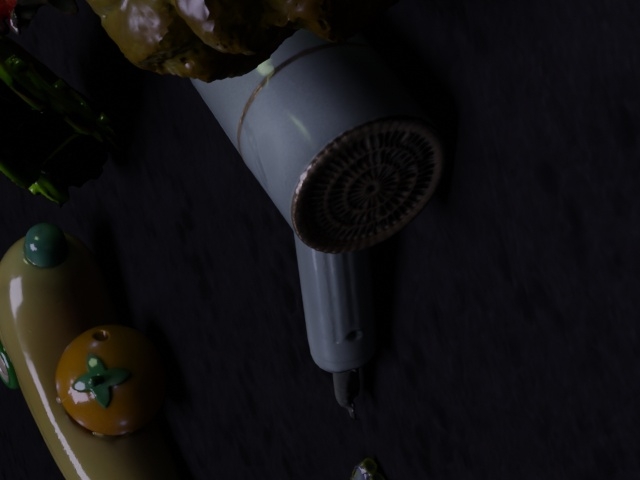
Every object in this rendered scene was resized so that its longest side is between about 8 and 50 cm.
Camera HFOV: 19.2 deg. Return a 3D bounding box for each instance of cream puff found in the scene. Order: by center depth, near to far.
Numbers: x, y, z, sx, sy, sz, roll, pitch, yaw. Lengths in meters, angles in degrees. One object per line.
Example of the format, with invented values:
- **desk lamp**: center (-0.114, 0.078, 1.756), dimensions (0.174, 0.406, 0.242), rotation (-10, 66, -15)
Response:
- **cream puff**: center (-0.041, -0.204, 1.014), dimensions (0.244, 0.244, 0.196), rotation (66, -171, 13)

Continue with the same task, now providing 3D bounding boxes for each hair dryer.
- **hair dryer**: center (0.000, 0.000, 1.252), dimensions (0.357, 0.108, 0.173), rotation (85, 158, -47)

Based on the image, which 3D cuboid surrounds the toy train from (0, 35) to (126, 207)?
- **toy train**: center (-0.276, -0.122, 1.644), dimensions (0.160, 0.100, 0.296), rotation (45, -177, 17)

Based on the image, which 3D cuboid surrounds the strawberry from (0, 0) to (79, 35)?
- **strawberry**: center (-0.260, -0.311, 1.512), dimensions (0.280, 0.150, 0.253), rotation (37, 149, 37)

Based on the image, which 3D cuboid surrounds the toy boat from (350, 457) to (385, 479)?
- **toy boat**: center (0.037, 0.214, 1.431), dimensions (0.063, 0.016, 0.115), rotation (61, 158, 23)

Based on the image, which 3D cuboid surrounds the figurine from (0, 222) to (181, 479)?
- **figurine**: center (-0.219, 0.140, 1.870), dimensions (0.324, 0.124, 0.222), rotation (64, 155, 9)
